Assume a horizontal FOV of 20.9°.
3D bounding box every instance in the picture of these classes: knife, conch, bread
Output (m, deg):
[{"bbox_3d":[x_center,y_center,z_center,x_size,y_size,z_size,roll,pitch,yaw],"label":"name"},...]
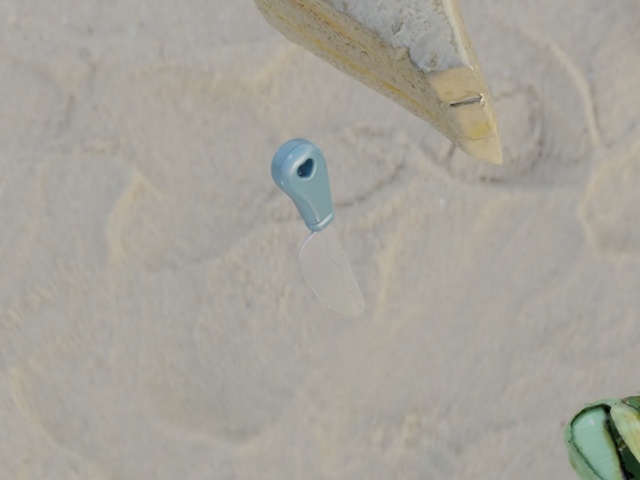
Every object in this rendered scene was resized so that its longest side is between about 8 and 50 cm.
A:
[{"bbox_3d":[-0.002,0.001,1.626,0.032,0.244,0.058,29,60,36],"label":"knife"},{"bbox_3d":[0.276,0.195,1.473,0.079,0.106,0.170,-7,48,-35],"label":"conch"},{"bbox_3d":[0.017,-0.095,0.800,0.105,0.077,0.152,-19,50,11],"label":"bread"}]
